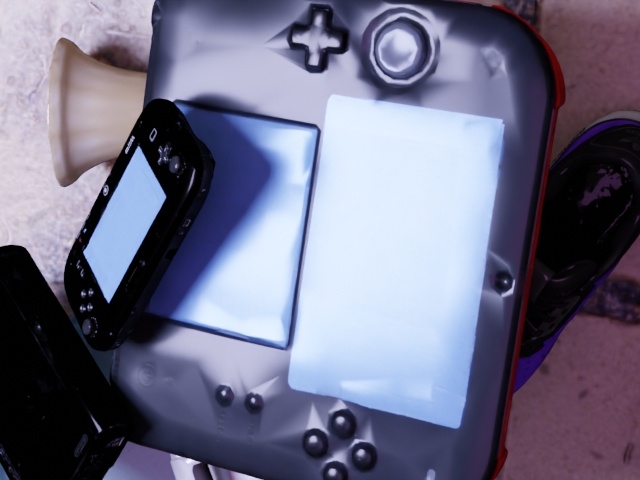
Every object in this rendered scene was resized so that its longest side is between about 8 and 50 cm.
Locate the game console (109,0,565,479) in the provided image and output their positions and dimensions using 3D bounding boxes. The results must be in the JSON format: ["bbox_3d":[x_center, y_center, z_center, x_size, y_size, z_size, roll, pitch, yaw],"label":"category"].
[{"bbox_3d":[0.000,0.000,1.212,0.342,0.060,0.386,11,97,21],"label":"game console"}]

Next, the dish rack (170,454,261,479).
[{"bbox_3d":[-0.013,0.064,1.290,0.285,0.072,0.333,-20,87,22],"label":"dish rack"}]

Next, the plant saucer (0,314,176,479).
[{"bbox_3d":[-0.130,0.198,1.405,0.317,0.044,0.317,1,98,7],"label":"plant saucer"}]

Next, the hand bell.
[{"bbox_3d":[-0.097,-0.105,1.328,0.242,0.126,0.126,1,103,2],"label":"hand bell"}]

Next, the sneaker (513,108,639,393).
[{"bbox_3d":[0.167,0.026,1.255,0.102,0.146,0.293,34,108,4],"label":"sneaker"}]

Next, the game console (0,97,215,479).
[{"bbox_3d":[-0.190,0.039,1.276,0.213,0.044,0.361,52,124,32],"label":"game console"}]
